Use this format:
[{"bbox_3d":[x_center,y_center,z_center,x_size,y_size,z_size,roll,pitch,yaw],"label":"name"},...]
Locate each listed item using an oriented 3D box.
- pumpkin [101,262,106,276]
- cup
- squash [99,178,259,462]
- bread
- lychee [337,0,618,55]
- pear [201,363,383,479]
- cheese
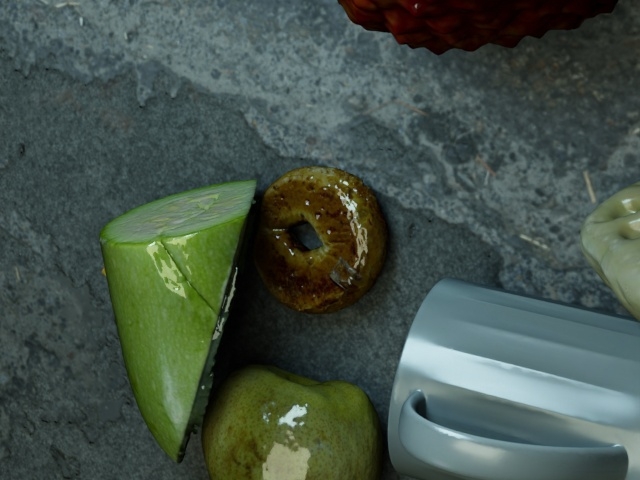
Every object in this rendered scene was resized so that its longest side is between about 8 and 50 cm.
[{"bbox_3d":[-0.233,0.043,1.794,0.083,0.074,0.054,45,112,11],"label":"pumpkin"},{"bbox_3d":[0.248,0.192,1.467,0.326,0.323,0.237,14,105,23],"label":"cup"},{"bbox_3d":[-0.142,0.113,1.675,0.210,0.233,0.309,-13,105,4],"label":"squash"},{"bbox_3d":[0.000,0.000,1.690,0.193,0.064,0.193,5,99,30],"label":"bread"},{"bbox_3d":[0.132,-0.392,1.352,0.499,0.424,0.425,10,105,-6],"label":"lychee"},{"bbox_3d":[-0.039,0.265,1.681,0.228,0.188,0.211,11,91,23],"label":"pear"},{"bbox_3d":[0.381,0.005,1.440,0.218,0.235,0.117,2,124,47],"label":"cheese"}]
